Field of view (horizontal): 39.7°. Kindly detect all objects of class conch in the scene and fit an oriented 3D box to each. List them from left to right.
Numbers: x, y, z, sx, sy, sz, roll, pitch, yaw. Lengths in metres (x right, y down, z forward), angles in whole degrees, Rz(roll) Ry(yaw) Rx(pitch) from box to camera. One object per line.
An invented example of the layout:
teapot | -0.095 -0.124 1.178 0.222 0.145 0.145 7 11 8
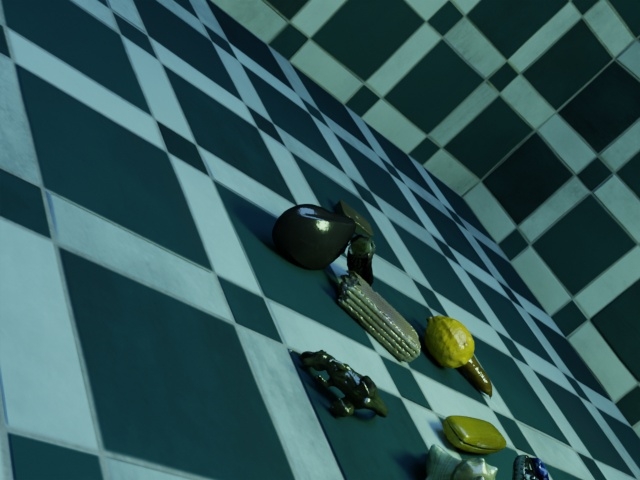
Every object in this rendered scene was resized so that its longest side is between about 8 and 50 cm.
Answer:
conch | 0.237 0.434 1.610 0.234 0.114 0.137 10 -32 52

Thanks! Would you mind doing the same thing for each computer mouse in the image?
computer mouse | 0.000 0.000 1.963 0.086 0.137 0.270 44 14 30

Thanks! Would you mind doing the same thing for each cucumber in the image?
cucumber | 0.094 0.061 2.084 0.067 0.067 0.245 53 -13 21

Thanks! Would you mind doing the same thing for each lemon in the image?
lemon | 0.319 0.251 2.213 0.114 0.114 0.155 26 21 -50

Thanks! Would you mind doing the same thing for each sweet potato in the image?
sweet potato | 0.367 0.304 2.306 0.273 0.067 0.067 52 16 1

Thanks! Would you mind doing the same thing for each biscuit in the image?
biscuit | 0.132 0.174 2.022 0.239 0.062 0.108 44 14 -11

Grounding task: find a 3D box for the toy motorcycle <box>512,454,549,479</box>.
toy motorcycle | 0.384 0.543 1.601 0.169 0.113 0.315 45 42 -52

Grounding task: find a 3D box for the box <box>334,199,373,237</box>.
box | 0.094 -0.057 2.528 0.126 0.031 0.091 37 19 -27

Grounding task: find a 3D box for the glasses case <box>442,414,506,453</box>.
glasses case | 0.338 0.425 1.929 0.234 0.064 0.079 24 26 -53

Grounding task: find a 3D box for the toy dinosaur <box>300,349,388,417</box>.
toy dinosaur | 0.060 0.250 1.614 0.187 0.087 0.179 50 18 8
